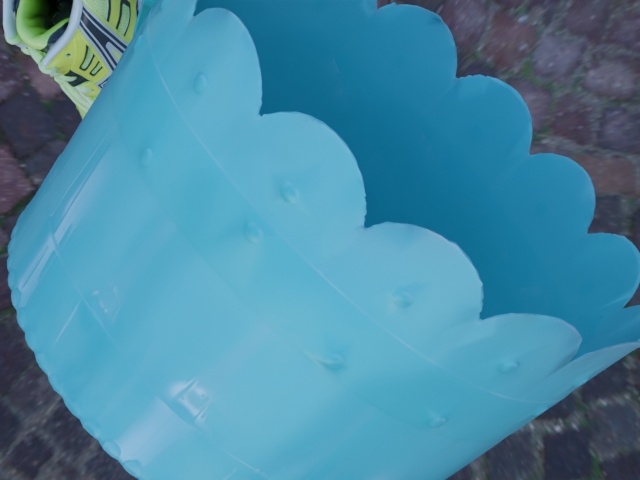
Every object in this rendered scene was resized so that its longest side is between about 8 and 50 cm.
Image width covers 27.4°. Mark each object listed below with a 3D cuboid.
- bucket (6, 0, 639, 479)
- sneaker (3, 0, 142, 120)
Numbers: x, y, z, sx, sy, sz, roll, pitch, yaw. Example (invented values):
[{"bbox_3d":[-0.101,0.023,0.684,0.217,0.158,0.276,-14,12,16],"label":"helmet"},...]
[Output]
[{"bbox_3d":[0.000,0.000,0.633,0.281,0.281,0.183,44,113,-1],"label":"bucket"},{"bbox_3d":[-0.214,-0.193,1.170,0.145,0.385,0.147,37,62,23],"label":"sneaker"}]
